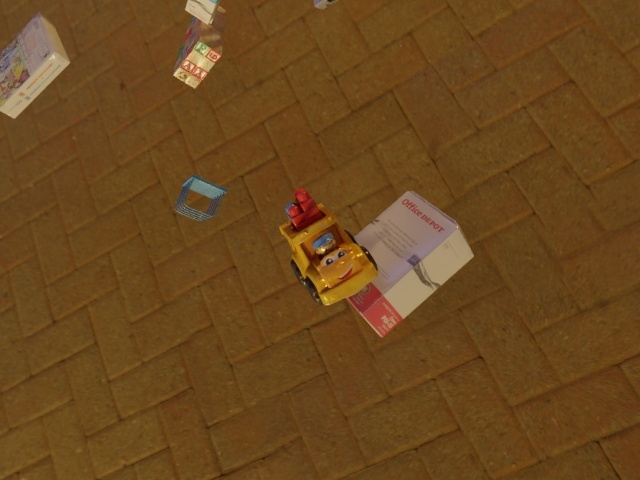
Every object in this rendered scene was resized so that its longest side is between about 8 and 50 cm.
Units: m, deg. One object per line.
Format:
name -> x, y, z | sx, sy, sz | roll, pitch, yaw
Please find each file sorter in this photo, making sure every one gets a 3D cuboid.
file sorter -> -0.399, -0.133, 1.772 | 0.170, 0.118, 0.104 | -8, 61, 65

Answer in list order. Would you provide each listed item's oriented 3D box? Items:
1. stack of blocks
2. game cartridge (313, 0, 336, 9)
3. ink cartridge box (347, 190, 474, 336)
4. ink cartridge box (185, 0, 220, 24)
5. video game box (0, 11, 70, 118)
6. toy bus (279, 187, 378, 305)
stack of blocks -> -0.421, -0.698, 1.903 | 0.171, 0.087, 0.297 | -38, 40, 34
game cartridge -> 0.099, -0.893, 1.647 | 0.355, 0.068, 0.230 | -12, 90, 43
ink cartridge box -> 0.174, 0.048, 1.239 | 0.283, 0.117, 0.207 | -41, 39, -1
ink cartridge box -> -0.209, -0.422, 0.963 | 0.048, 0.083, 0.028 | 31, 56, -11
video game box -> -0.671, -0.403, 1.235 | 0.187, 0.048, 0.205 | -39, 55, 6
toy bus -> 0.000, 0.000, 1.115 | 0.150, 0.211, 0.220 | -29, 23, -8
